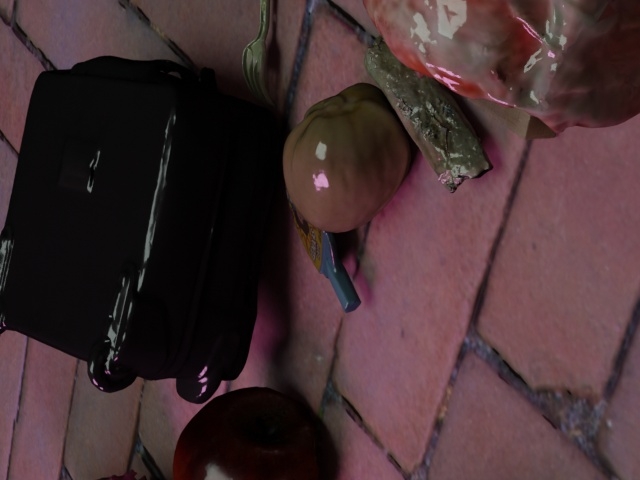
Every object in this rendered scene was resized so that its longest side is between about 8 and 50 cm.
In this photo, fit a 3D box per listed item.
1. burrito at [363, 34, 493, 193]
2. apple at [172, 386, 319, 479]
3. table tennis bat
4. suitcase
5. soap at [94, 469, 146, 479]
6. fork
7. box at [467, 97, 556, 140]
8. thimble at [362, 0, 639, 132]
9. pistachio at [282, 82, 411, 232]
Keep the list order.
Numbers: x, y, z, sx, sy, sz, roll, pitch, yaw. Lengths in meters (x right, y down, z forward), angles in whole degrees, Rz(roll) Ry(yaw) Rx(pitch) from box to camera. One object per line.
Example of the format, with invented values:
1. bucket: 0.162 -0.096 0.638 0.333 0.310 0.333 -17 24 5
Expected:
1. burrito: 0.089 -0.111 1.351 0.051 0.042 0.171 -41 63 19
2. apple: -0.077 0.242 1.604 0.156 0.147 0.158 34 128 24
3. table tennis bat: 0.000 0.000 1.518 0.100 0.019 0.155 98 150 -61
4. suitcase: -0.200 -0.024 1.671 0.345 0.188 0.339 14 94 56
5. soap: -0.307 0.362 1.923 0.325 0.220 0.127 -27 69 55
6. fork: -0.055 -0.238 1.569 0.034 0.028 0.219 29 121 56
7. box: 0.155 -0.130 1.252 0.083 0.035 0.079 44 132 46
8. thimble: 0.147 -0.193 1.079 0.239 0.239 0.162 50 135 40
9. pistachio: 0.023 -0.070 1.421 0.113 0.113 0.149 58 158 34
